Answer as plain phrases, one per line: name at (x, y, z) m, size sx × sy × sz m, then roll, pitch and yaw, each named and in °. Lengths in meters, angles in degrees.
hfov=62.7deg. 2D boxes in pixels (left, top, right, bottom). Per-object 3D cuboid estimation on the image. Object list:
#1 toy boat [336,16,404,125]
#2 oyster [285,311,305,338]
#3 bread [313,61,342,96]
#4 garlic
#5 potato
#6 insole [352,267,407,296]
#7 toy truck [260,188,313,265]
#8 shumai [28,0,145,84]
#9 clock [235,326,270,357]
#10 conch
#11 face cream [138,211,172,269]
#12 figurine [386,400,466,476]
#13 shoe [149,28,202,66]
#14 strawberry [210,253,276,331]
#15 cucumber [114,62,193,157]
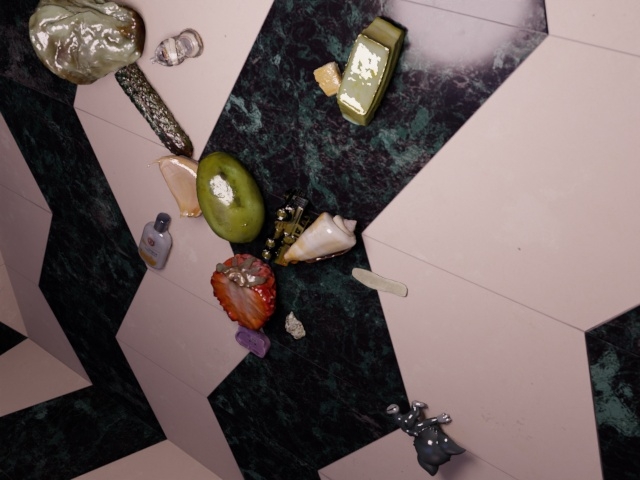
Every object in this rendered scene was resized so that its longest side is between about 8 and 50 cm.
toy boat at (0.114, -0.405, 1.313) m, size 0.111 × 0.084 × 0.276 m, roll 34°, pitch 131°, yaw 12°
oyster at (-0.098, 0.325, 1.967) m, size 0.100 × 0.037 × 0.098 m, roll 47°, pitch 135°, yaw 2°
bread at (0.028, -0.428, 1.396) m, size 0.070 × 0.035 × 0.083 m, roll -15°, pitch 114°, yaw 42°
garlic at (-0.467, -0.198, 1.818) m, size 0.145 × 0.164 × 0.245 m, roll 2°, pitch 127°, yaw 56°
potato at (-0.295, -0.134, 1.704) m, size 0.215 × 0.216 × 0.305 m, roll -12°, pitch 115°, yaw 41°
insole at (0.184, 0.132, 1.653) m, size 0.191 × 0.010 × 0.063 m, roll 18°, pitch 127°, yaw 27°
toy truck at (-0.101, -0.035, 1.688) m, size 0.127 × 0.127 × 0.257 m, roll 23°, pitch 130°, yaw 4°
shumai at (-0.693, -0.647, 1.632) m, size 0.263 × 0.304 × 0.310 m, roll 4°, pitch 110°, yaw 19°
clock at (-0.272, 0.397, 2.133) m, size 0.152 × 0.050 × 0.110 m, roll 29°, pitch 131°, yaw 18°
conch at (-0.001, -0.012, 1.598) m, size 0.254 × 0.158 × 0.127 m, roll -17°, pitch 80°, yaw 20°
face cream at (-0.673, -0.003, 2.163) m, size 0.144 × 0.071 × 0.291 m, roll 43°, pitch 134°, yaw 7°
figurine at (0.352, 0.647, 1.775) m, size 0.265 × 0.140 × 0.193 m, roll 40°, pitch 118°, yaw -11°
shoe at (-0.446, -0.585, 1.608) m, size 0.180 × 0.092 × 0.089 m, roll -6°, pitch 113°, yaw 39°
strawberry at (-0.262, 0.189, 1.942) m, size 0.264 × 0.149 × 0.336 m, roll 19°, pitch 138°, yaw 18°
cucumber at (-0.558, -0.427, 1.790) m, size 0.096 × 0.096 × 0.360 m, roll -28°, pitch 99°, yaw 44°
